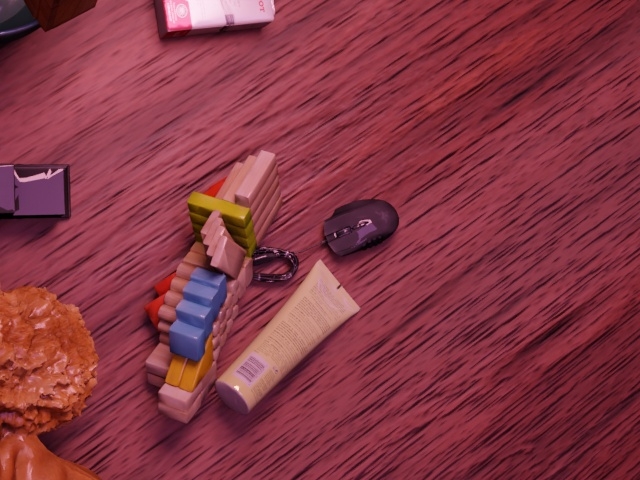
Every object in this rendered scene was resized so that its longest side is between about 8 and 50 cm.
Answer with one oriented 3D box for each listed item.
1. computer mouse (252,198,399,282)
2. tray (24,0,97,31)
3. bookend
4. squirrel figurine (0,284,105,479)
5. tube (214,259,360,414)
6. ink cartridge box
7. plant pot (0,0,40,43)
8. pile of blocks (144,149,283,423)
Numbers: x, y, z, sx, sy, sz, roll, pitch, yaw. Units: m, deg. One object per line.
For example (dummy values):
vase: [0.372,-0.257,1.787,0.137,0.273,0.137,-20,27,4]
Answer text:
computer mouse: [0.000,0.000,1.645,0.242,0.041,0.071,-22,84,-15]
tray: [-0.359,-0.427,1.226,0.076,0.203,0.411,-31,97,-15]
bookend: [-0.383,-0.066,1.475,0.156,0.157,0.072,-1,89,-16]
squirrel figurine: [-0.388,0.236,1.395,0.370,0.281,0.397,21,77,-11]
tube: [-0.044,0.135,1.616,0.240,0.062,0.070,-46,143,-30]
ink cartridge box: [-0.147,-0.337,1.606,0.150,0.063,0.109,-9,90,-18]
plant pot: [-0.419,-0.365,1.434,0.293,0.235,0.293,1,87,-16]
pile of blocks: [-0.165,0.046,1.546,0.112,0.149,0.362,16,79,17]
